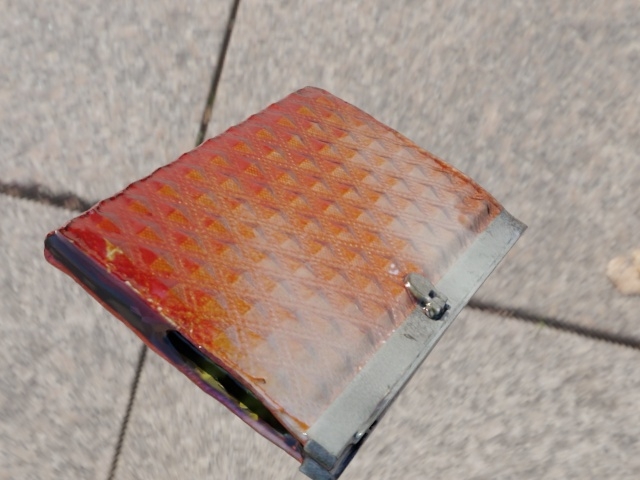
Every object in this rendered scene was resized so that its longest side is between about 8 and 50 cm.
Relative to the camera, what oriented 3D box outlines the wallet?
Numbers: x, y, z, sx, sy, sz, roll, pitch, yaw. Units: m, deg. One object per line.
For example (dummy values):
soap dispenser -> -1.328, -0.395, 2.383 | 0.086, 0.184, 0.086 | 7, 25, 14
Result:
wallet -> 0.000, 0.000, 0.466 | 0.103, 0.196, 0.020 | 35, 118, 8
